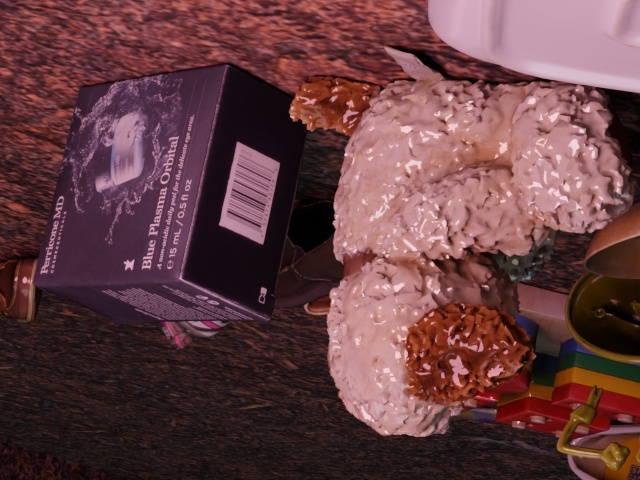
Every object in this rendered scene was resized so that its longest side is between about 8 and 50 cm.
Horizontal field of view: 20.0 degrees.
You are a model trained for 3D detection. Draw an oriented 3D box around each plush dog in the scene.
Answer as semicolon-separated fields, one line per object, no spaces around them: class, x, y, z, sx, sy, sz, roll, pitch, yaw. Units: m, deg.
plush dog;0.068;0.017;1.184;0.211;0.225;0.262;12;165;-8

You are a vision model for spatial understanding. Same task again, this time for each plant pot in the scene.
plant pot;0.290;-0.013;1.199;0.236;0.032;0.236;-7;168;-1

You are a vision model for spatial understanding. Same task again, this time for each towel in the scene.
towel;0.193;0.211;2.225;0.083;0.009;0.060;4;163;19

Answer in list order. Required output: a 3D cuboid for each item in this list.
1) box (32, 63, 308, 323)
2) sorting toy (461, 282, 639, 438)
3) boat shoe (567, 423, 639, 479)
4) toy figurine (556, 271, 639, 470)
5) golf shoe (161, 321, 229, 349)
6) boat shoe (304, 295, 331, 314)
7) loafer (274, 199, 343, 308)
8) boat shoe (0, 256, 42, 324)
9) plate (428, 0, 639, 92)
box;-0.104;-0.029;1.266;0.158;0.156;0.093;-4;159;43
sorting toy;0.189;0.119;1.739;0.255;0.089;0.257;14;165;-13
boat shoe;0.420;0.259;2.054;0.156;0.135;0.367;25;169;-34
toy figurine;0.396;0.127;1.466;0.363;0.191;0.217;2;168;31
golf shoe;-0.132;0.041;1.747;0.086;0.067;0.186;-23;155;3
boat shoe;0.039;0.037;1.596;0.063;0.059;0.170;18;163;-26
loafer;0.000;0.000;1.493;0.220;0.080;0.078;-9;123;54
boat shoe;-0.321;0.052;1.885;0.060;0.064;0.178;12;168;-12
plate;0.189;-0.128;0.924;0.278;0.045;0.277;9;164;5
